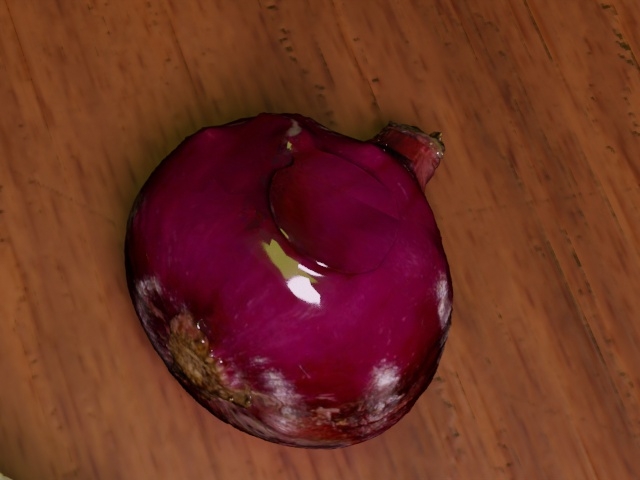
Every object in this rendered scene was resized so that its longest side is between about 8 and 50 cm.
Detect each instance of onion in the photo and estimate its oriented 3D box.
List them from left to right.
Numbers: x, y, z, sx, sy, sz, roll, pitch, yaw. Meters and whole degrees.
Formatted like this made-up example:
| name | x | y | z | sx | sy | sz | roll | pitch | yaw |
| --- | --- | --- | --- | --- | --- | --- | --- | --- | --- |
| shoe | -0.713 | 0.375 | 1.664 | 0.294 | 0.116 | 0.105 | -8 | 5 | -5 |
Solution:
| name | x | y | z | sx | sy | sz | roll | pitch | yaw |
| --- | --- | --- | --- | --- | --- | --- | --- | --- | --- |
| onion | 0.003 | -0.005 | 0.725 | 0.173 | 0.135 | 0.198 | 37 | 67 | 3 |

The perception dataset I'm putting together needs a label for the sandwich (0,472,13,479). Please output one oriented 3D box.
| name | x | y | z | sx | sy | sz | roll | pitch | yaw |
| --- | --- | --- | --- | --- | --- | --- | --- | --- | --- |
| sandwich | -0.207 | 0.225 | 0.569 | 0.262 | 0.131 | 0.325 | 13 | 50 | -6 |
